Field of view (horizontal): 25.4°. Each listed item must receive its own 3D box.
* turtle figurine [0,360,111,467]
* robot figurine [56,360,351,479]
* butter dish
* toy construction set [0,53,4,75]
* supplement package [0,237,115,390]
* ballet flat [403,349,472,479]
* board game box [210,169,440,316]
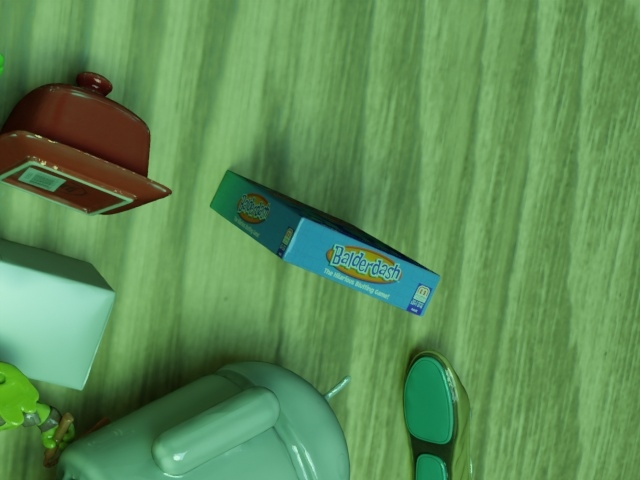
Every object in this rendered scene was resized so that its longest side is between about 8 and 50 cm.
[{"bbox_3d":[-0.319,0.171,1.326,0.270,0.217,0.087,-10,74,-20],"label":"turtle figurine"},{"bbox_3d":[-0.116,0.244,1.393,0.353,0.199,0.300,-25,158,-29],"label":"robot figurine"},{"bbox_3d":[-0.224,-0.099,1.314,0.160,0.160,0.118,21,73,-27],"label":"butter dish"},{"bbox_3d":[-0.396,-0.100,1.190,0.327,0.151,0.215,-48,161,-14],"label":"toy construction set"},{"bbox_3d":[-0.301,0.059,1.334,0.179,0.105,0.105,17,97,-25],"label":"supplement package"},{"bbox_3d":[0.137,0.222,1.595,0.073,0.080,0.232,-22,118,-46],"label":"ballet flat"},{"bbox_3d":[0.000,0.000,1.385,0.160,0.210,0.047,23,94,-27],"label":"board game box"}]
